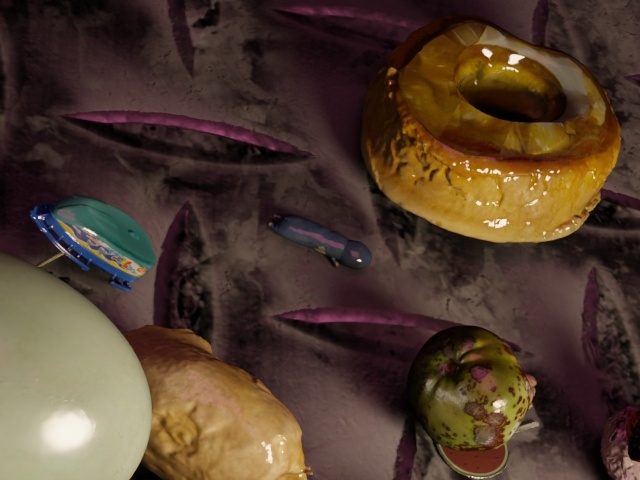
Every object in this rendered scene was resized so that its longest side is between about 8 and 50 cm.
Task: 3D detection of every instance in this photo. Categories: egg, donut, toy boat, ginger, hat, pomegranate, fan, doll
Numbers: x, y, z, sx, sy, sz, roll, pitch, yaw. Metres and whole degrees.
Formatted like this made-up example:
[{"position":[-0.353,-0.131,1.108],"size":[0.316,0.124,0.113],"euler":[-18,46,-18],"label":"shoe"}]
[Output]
[{"position":[-0.342,0.135,1.524],"size":[0.389,0.276,0.276],"euler":[12,48,-13],"label":"egg"},{"position":[0.208,-0.148,2.065],"size":[0.330,0.160,0.330],"euler":[13,40,-11],"label":"donut"},{"position":[-0.261,0.008,1.796],"size":[0.175,0.110,0.091],"euler":[35,26,-55],"label":"toy boat"},{"position":[-0.118,0.174,1.671],"size":[0.267,0.138,0.152],"euler":[45,25,19],"label":"ginger"},{"position":[0.382,0.193,1.805],"size":[0.129,0.227,0.140],"euler":[45,44,17],"label":"hat"},{"position":[0.173,0.152,1.814],"size":[0.163,0.125,0.138],"euler":[-14,44,-30],"label":"pomegranate"},{"position":[0.184,0.215,1.851],"size":[0.133,0.005,0.085],"euler":[-14,56,-30],"label":"fan"},{"position":[0.000,0.000,1.948],"size":[0.125,0.027,0.037],"euler":[23,46,2],"label":"doll"}]
